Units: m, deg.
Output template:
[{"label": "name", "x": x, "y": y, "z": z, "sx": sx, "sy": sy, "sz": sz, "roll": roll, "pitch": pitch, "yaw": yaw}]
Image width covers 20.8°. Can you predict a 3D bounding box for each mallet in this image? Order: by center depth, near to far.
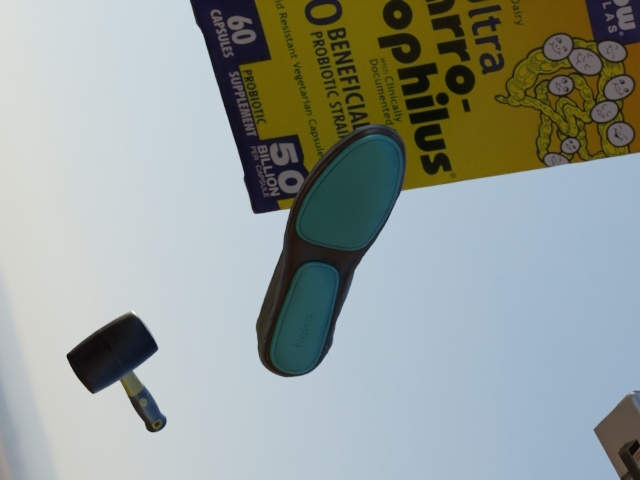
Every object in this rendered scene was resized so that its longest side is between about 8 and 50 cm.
[{"label": "mallet", "x": -0.134, "y": 0.104, "z": 1.317, "sx": 0.039, "sy": 0.062, "sz": 0.189, "roll": 52, "pitch": -2, "yaw": 22}]

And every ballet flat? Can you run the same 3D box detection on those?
[{"label": "ballet flat", "x": 0.000, "y": 0.000, "z": 1.284, "sx": 0.068, "sy": 0.072, "sz": 0.213, "roll": -110, "pitch": -141, "yaw": -62}]

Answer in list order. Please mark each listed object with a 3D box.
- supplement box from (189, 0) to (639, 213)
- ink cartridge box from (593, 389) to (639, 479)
[{"label": "supplement box", "x": 0.109, "y": -0.165, "z": 1.394, "sx": 0.195, "sy": 0.356, "sz": 0.194, "roll": -53, "pitch": 130, "yaw": -61}, {"label": "ink cartridge box", "x": 0.304, "y": 0.196, "z": 1.453, "sx": 0.056, "sy": 0.099, "sz": 0.135, "roll": -52, "pitch": -132, "yaw": 35}]
